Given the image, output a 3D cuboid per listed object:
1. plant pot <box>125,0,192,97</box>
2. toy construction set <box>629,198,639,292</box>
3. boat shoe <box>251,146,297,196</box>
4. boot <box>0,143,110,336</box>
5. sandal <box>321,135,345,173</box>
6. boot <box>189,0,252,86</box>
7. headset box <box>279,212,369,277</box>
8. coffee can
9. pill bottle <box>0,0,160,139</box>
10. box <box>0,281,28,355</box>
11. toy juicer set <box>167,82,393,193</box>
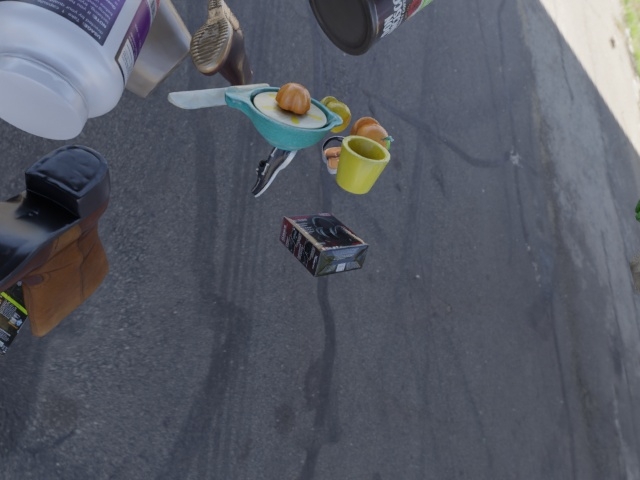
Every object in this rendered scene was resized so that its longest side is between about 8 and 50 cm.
[{"bbox_3d":[-0.466,-0.509,0.963,0.280,0.323,0.323,45,53,-28],"label":"plant pot"},{"bbox_3d":[0.308,0.038,0.194,0.237,0.309,0.257,35,71,12],"label":"toy construction set"},{"bbox_3d":[-0.085,-0.121,0.676,0.038,0.125,0.046,35,40,-17],"label":"boat shoe"},{"bbox_3d":[-0.360,0.047,0.484,0.096,0.280,0.264,29,49,-9],"label":"boot"},{"bbox_3d":[0.055,-0.256,1.157,0.265,0.102,0.076,-98,178,-67],"label":"sandal"},{"bbox_3d":[-0.204,-0.399,0.932,0.207,0.090,0.248,67,18,-56],"label":"boot"},{"bbox_3d":[0.000,0.000,0.433,0.062,0.083,0.032,-6,125,-34],"label":"headset box"},{"bbox_3d":[0.135,-0.552,0.845,0.275,0.201,0.201,-41,106,-12],"label":"coffee can"},{"bbox_3d":[-0.369,-0.316,0.610,0.181,0.181,0.323,25,57,-32],"label":"pill bottle"},{"bbox_3d":[-0.534,0.060,0.650,0.190,0.045,0.184,80,11,-50],"label":"box"},{"bbox_3d":[-0.033,-0.206,0.631,0.329,0.089,0.209,26,38,7],"label":"toy juicer set"}]
